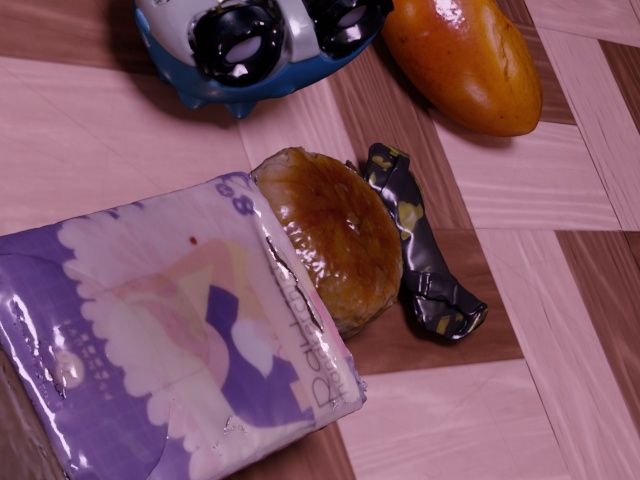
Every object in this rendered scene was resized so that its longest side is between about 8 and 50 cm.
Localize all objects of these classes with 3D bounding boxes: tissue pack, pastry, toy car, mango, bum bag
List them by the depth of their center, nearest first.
[{"bbox_3d":[-0.137,0.089,1.028,0.343,0.125,0.242,-18,77,-52],"label":"tissue pack"},{"bbox_3d":[0.000,0.000,1.256,0.192,0.093,0.182,55,36,0],"label":"pastry"},{"bbox_3d":[-0.062,-0.222,1.265,0.255,0.190,0.188,-23,64,-21],"label":"toy car"},{"bbox_3d":[0.103,0.000,1.386,0.106,0.060,0.233,-14,76,-58],"label":"bum bag"},{"bbox_3d":[0.178,-0.226,1.568,0.257,0.138,0.187,54,21,-8],"label":"mango"}]
